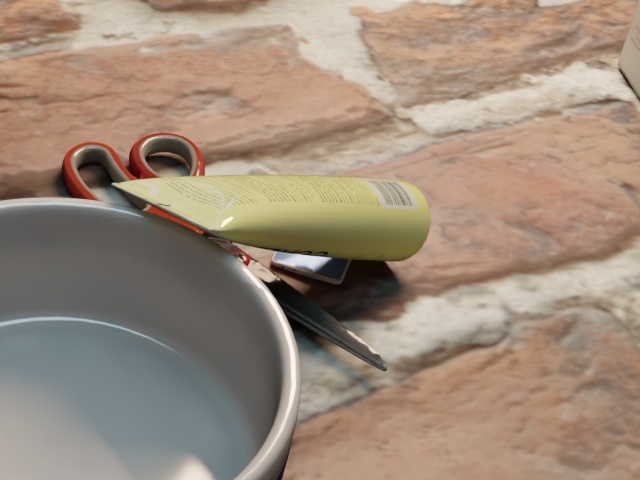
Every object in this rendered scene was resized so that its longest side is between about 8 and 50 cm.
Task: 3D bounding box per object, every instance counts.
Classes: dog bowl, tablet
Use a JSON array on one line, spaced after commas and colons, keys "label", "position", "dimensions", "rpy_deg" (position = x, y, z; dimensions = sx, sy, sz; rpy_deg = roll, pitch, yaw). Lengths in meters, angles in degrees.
[{"label": "dog bowl", "position": [-0.147, 0.097, 0.715], "dimensions": [0.265, 0.104, 0.265], "rpy_deg": [7, 40, -6]}, {"label": "tablet", "position": [0.000, 0.000, 0.944], "dimensions": [0.054, 0.006, 0.083], "rpy_deg": [17, 39, 7]}]

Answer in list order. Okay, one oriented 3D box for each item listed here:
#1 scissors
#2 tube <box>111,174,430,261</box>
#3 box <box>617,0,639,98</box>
[{"label": "scissors", "position": [-0.079, 0.012, 0.901], "dimensions": [0.109, 0.021, 0.297], "rpy_deg": [-18, 49, -31]}, {"label": "tube", "position": [-0.021, -0.017, 0.849], "dimensions": [0.240, 0.070, 0.062], "rpy_deg": [3, 65, -51]}, {"label": "box", "position": [0.390, -0.158, 1.135], "dimensions": [0.181, 0.119, 0.182], "rpy_deg": [-3, 42, -12]}]
